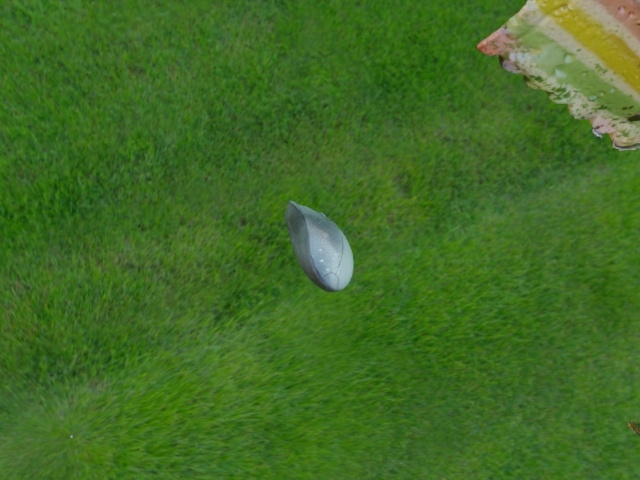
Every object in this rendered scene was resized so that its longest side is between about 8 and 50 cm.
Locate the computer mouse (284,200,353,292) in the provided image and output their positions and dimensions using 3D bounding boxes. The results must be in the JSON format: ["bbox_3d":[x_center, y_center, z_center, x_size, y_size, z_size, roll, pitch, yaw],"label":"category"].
[{"bbox_3d":[0.005,-0.003,1.288,0.068,0.229,0.113,-41,122,15],"label":"computer mouse"}]

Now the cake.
[{"bbox_3d":[0.233,-0.164,0.651,0.225,0.109,0.090,21,54,-36],"label":"cake"}]

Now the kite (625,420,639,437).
[{"bbox_3d":[0.304,0.191,0.625,0.010,0.160,0.183,-39,130,-6],"label":"kite"}]
